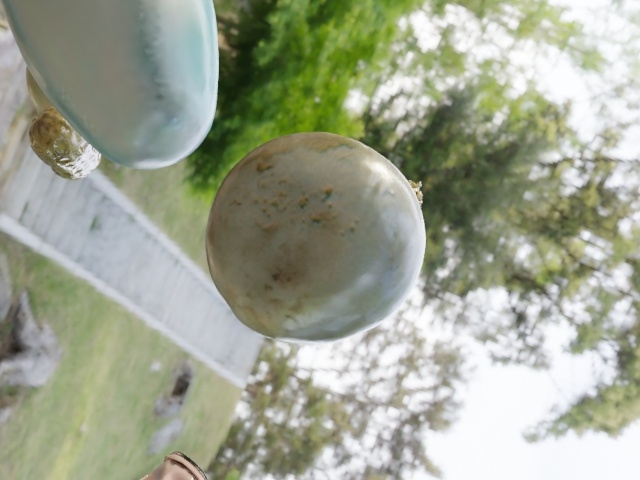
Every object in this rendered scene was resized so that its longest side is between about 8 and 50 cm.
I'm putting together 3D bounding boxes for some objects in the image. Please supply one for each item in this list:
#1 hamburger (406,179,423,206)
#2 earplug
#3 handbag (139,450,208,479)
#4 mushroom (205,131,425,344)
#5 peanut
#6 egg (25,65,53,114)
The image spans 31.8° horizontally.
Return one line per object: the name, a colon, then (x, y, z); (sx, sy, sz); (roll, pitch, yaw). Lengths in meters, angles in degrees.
hamburger: (0.110, -0.020, 2.205); (0.124, 0.131, 0.262); (-93, -156, -50)
earplug: (-0.167, -0.196, 0.815); (0.185, 0.185, 0.324); (-50, -125, 53)
handbag: (-0.213, 0.431, 1.695); (0.116, 0.205, 0.179); (-31, 161, -30)
mushroom: (0.000, 0.000, 1.263); (0.243, 0.244, 0.243); (-157, -90, -78)
peanut: (-0.404, -0.156, 1.785); (0.095, 0.108, 0.226); (-45, 171, -7)
egg: (-0.420, -0.265, 2.008); (0.186, 0.241, 0.186); (-33, -155, 18)
